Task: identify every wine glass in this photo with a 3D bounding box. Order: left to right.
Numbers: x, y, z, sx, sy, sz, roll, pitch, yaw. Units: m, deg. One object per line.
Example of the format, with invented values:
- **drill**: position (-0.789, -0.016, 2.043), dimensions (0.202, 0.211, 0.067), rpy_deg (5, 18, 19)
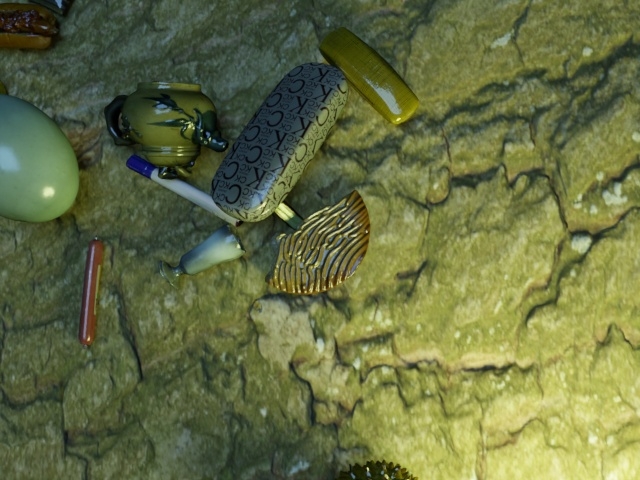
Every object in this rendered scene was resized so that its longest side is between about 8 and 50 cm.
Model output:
- **wine glass**: position (-0.224, 0.031, 1.077), dimensions (0.156, 0.072, 0.072), rpy_deg (-29, 78, 2)

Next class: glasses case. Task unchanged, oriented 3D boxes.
- **glasses case**: position (-0.074, -0.192, 1.072), dimensions (0.137, 0.085, 0.354), rpy_deg (24, 72, 29)
- **glasses case**: position (0.095, -0.322, 1.106), dimensions (0.079, 0.064, 0.234), rpy_deg (-40, 77, -8)

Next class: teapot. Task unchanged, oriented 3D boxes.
- **teapot**: position (-0.299, -0.208, 1.094), dimensions (0.270, 0.173, 0.182), rpy_deg (4, 102, 18)

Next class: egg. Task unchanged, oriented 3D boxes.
- **egg**: position (-0.584, -0.157, 1.088), dimensions (0.203, 0.203, 0.282), rpy_deg (-42, 82, -2)

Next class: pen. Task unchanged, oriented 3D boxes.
- **pen**: position (-0.268, -0.099, 1.126), dimensions (0.269, 0.033, 0.033), rpy_deg (28, 84, 11)

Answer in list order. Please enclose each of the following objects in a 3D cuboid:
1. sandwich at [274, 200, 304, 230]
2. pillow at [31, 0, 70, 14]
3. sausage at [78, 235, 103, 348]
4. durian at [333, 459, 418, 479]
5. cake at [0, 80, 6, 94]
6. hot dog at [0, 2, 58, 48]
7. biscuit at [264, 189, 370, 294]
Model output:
- **sandwich**: position (-0.067, -0.054, 1.091), dimensions (0.031, 0.044, 0.083), rpy_deg (-45, 121, 2)
- **pillow**: position (-0.566, -0.602, 1.252), dimensions (0.113, 0.038, 0.203), rpy_deg (25, 84, 10)
- **sausage**: position (-0.450, 0.099, 1.112), dimensions (0.030, 0.029, 0.222), rpy_deg (0, 80, 7)
- **durian**: position (0.111, 0.492, 0.873), dimensions (0.293, 0.258, 0.258), rpy_deg (39, 86, 1)
- **cake**: position (-0.801, -0.274, 1.167), dimensions (0.261, 0.156, 0.179), rpy_deg (-13, 72, 6)
- **hot dog**: position (-0.677, -0.466, 1.222), dimensions (0.250, 0.076, 0.102), rpy_deg (7, 77, 9)
- **biscuit**: position (0.000, 0.000, 1.067), dimensions (0.177, 0.031, 0.228), rpy_deg (22, 86, 2)
